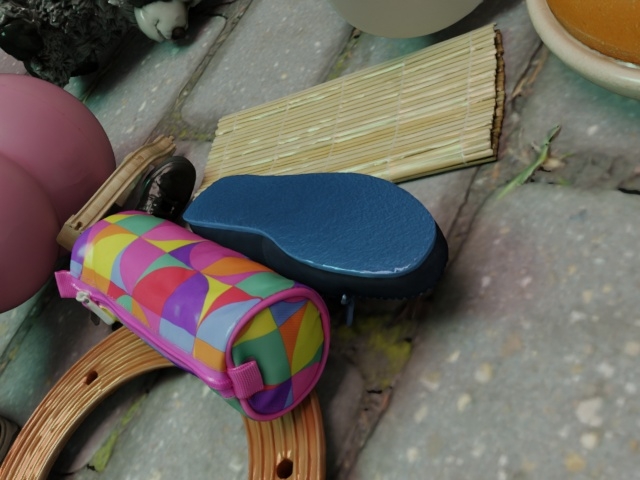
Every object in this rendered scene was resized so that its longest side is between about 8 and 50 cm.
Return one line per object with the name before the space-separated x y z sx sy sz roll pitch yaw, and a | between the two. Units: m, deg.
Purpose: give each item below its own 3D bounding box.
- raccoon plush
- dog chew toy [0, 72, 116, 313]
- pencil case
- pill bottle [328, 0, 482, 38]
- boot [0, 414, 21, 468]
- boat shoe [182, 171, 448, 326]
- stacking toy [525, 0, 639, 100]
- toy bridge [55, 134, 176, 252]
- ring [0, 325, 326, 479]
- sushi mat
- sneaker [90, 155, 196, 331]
raccoon plush | -0.342 -0.418 0.945 0.299 0.446 0.216 -38 10 4
dog chew toy | -0.334 -0.022 0.708 0.207 0.206 0.331 -19 32 24
pencil case | -0.101 0.048 0.551 0.236 0.104 0.104 18 69 43
pill bottle | 0.057 -0.372 0.726 0.210 0.210 0.363 -27 45 17
boot | -0.410 0.152 0.681 0.236 0.178 0.085 1 58 38
boat shoe | 0.000 0.000 0.571 0.109 0.089 0.258 -45 36 -21
stacking toy | 0.218 -0.336 0.380 0.351 0.480 0.350 -20 47 24
toy bridge | -0.194 -0.062 0.737 0.063 0.026 0.188 -46 9 39
ring | -0.138 0.200 0.553 0.337 0.032 0.336 -20 48 24
sushi mat | 0.016 -0.101 0.683 0.317 0.019 0.151 -12 50 29
sneaker | -0.169 0.002 0.715 0.170 0.051 0.089 -50 38 5
